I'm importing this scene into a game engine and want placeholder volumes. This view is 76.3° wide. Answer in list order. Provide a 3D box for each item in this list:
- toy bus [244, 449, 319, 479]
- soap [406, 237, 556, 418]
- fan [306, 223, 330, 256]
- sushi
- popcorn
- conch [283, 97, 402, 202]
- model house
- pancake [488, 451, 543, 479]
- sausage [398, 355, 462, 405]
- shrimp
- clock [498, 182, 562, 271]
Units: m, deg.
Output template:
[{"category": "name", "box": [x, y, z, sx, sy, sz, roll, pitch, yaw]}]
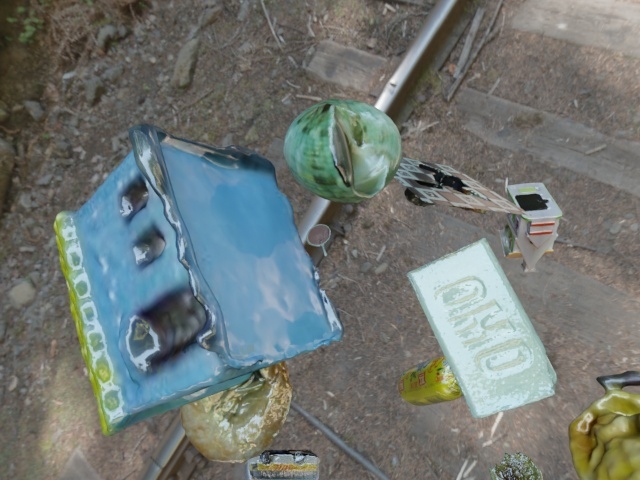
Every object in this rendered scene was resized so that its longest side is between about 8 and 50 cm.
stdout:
[{"category": "toy bus", "box": [-0.089, 0.524, 0.933, 0.171, 0.058, 0.072, 9, 46, -18]}, {"category": "soap", "box": [0.204, 0.109, 0.523, 0.114, 0.063, 0.199, -29, 76, 18]}, {"category": "fan", "box": [0.000, 0.000, 1.309, 0.085, 0.005, 0.134, -25, 53, 5]}, {"category": "sushi", "box": [0.317, -0.136, 1.109, 0.343, 0.358, 0.064, 56, 134, 51]}, {"category": "popcorn", "box": [0.579, 0.377, 0.622, 0.348, 0.349, 0.382, -24, 47, 14]}, {"category": "conch", "box": [0.033, -0.114, 0.541, 0.122, 0.188, 0.176, -50, 56, 33]}, {"category": "model house", "box": [-0.164, 0.059, 0.454, 0.303, 0.215, 0.237, -31, 74, 29]}, {"category": "pancake", "box": [0.515, 0.617, 1.060, 0.129, 0.023, 0.116, -28, 49, -23]}, {"category": "sausage", "box": [0.333, 0.429, 1.231, 0.123, 0.347, 0.123, 7, 63, -13]}, {"category": "shrimp", "box": [-0.102, 0.183, 0.608, 0.168, 0.077, 0.318, 27, 93, 12]}, {"category": "clock", "box": [0.814, -0.033, 1.612, 0.165, 0.310, 0.235, -5, 37, 10]}]
